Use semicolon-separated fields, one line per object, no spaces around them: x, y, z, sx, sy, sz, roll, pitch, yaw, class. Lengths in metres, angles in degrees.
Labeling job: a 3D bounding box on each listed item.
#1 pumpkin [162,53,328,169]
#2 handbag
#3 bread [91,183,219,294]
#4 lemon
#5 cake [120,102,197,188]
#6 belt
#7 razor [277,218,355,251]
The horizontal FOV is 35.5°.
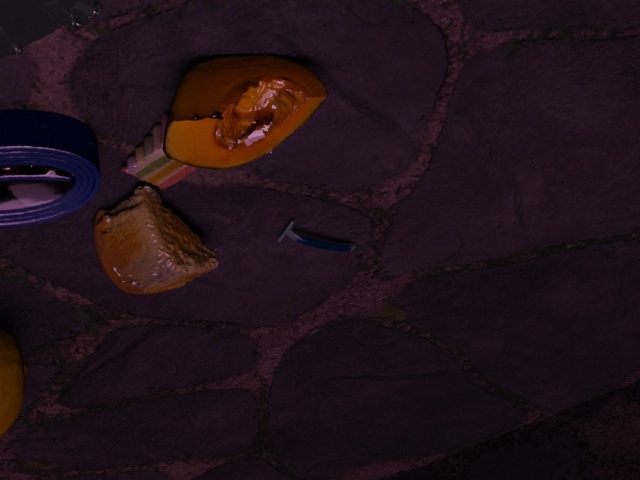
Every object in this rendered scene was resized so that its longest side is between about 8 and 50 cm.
-0.159;-0.242;1.869;0.312;0.148;0.169;-11;150;-18;pumpkin
-0.516;-0.411;1.604;0.248;0.079;0.260;-22;145;13;handbag
-0.365;0.029;2.114;0.204;0.162;0.262;-25;126;31;bread
-0.818;0.320;2.198;0.348;0.348;0.348;-8;140;-7;lemon
-0.291;-0.166;1.958;0.109;0.090;0.225;18;132;-37;cake
-0.594;-0.134;1.887;0.347;0.117;0.212;-6;139;-11;belt
0.000;0.003;2.275;0.191;0.037;0.068;15;131;-30;razor
